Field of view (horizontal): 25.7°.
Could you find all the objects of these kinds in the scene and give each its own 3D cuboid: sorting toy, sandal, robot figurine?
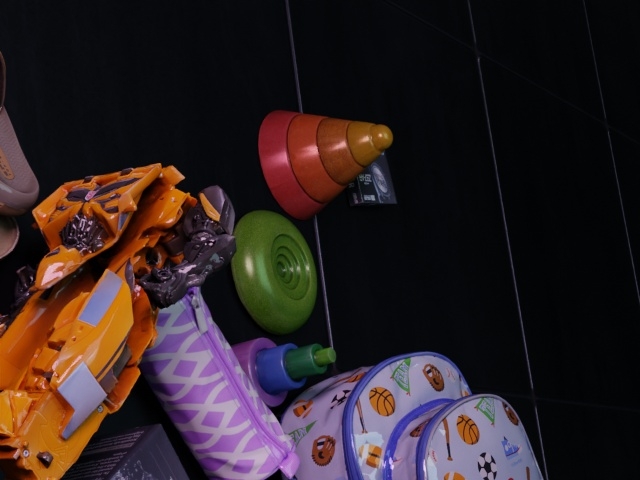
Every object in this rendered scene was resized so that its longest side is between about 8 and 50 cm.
[{"bbox_3d":[0.000,0.000,1.381,0.127,0.126,0.365,49,38,-36],"label":"sorting toy"},{"bbox_3d":[-0.265,-0.121,1.037,0.219,0.060,0.090,60,24,6],"label":"sandal"},{"bbox_3d":[-0.179,0.050,0.989,0.085,0.211,0.291,56,43,-30],"label":"robot figurine"}]

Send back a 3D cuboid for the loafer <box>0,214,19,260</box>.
[{"bbox_3d":[-0.267,-0.006,1.013,0.148,0.050,0.056,-3,79,-59],"label":"loafer"}]

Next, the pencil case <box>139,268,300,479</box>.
[{"bbox_3d":[-0.097,0.118,1.201,0.206,0.088,0.086,62,34,-22],"label":"pencil case"}]

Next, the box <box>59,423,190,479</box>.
[{"bbox_3d":[-0.155,0.247,1.040,0.156,0.093,0.158,65,33,-16],"label":"box"}]

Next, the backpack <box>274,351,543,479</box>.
[{"bbox_3d":[0.083,0.242,1.341,0.276,0.213,0.263,-19,82,-57],"label":"backpack"}]

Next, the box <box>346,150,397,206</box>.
[{"bbox_3d":[0.054,-0.072,1.609,0.083,0.018,0.067,1,75,-59],"label":"box"}]
